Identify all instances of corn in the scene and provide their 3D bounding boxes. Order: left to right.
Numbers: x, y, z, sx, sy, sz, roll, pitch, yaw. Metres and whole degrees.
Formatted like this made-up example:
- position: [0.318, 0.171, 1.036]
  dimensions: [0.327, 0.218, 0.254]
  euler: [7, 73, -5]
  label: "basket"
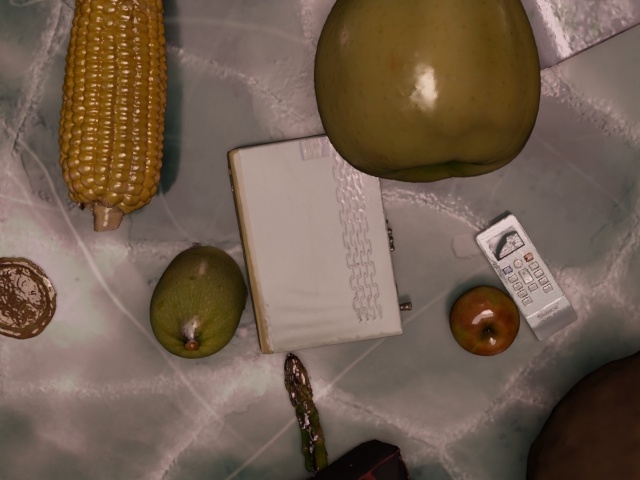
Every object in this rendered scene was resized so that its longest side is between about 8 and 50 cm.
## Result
- position: [-0.250, -0.183, 1.291]
  dimensions: [0.130, 0.130, 0.347]
  euler: [5, 97, 2]
  label: "corn"

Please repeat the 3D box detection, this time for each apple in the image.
- position: [0.122, -0.191, 1.208]
  dimensions: [0.279, 0.279, 0.279]
  euler: [0, 99, 2]
  label: "apple"
- position: [0.208, 0.102, 1.344]
  dimensions: [0.089, 0.074, 0.090]
  euler: [0, 102, 2]
  label: "apple"

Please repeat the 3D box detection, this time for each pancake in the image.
- position: [-0.401, 0.075, 1.399]
  dimensions: [0.114, 0.011, 0.115]
  euler: [0, 100, 1]
  label: "pancake"

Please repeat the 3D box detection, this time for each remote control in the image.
- position: [0.263, 0.047, 1.356]
  dimensions: [0.061, 0.029, 0.162]
  euler: [-32, 92, 5]
  label: "remote control"

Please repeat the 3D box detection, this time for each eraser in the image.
- position: [0.291, -0.342, 1.265]
  dimensions: [0.174, 0.081, 0.227]
  euler: [-25, 96, 6]
  label: "eraser"

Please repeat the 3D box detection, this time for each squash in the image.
- position: [-0.155, 0.087, 1.306]
  dimensions: [0.123, 0.187, 0.123]
  euler: [0, 106, 2]
  label: "squash"

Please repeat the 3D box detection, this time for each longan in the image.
- position: [0.433, 0.313, 1.224]
  dimensions: [0.391, 0.391, 0.391]
  euler: [0, 99, 2]
  label: "longan"

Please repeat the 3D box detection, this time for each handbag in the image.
- position: [0.035, 0.379, 1.347]
  dimensions: [0.215, 0.155, 0.169]
  euler: [-28, 103, -22]
  label: "handbag"

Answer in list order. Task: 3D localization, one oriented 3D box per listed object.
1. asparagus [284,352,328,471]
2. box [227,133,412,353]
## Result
- position: [-0.021, 0.225, 1.396]
  dimensions: [0.036, 0.030, 0.165]
  euler: [-12, 99, 18]
  label: "asparagus"
- position: [0.000, 0.000, 1.351]
  dimensions: [0.210, 0.045, 0.270]
  euler: [-10, 98, 4]
  label: "box"
